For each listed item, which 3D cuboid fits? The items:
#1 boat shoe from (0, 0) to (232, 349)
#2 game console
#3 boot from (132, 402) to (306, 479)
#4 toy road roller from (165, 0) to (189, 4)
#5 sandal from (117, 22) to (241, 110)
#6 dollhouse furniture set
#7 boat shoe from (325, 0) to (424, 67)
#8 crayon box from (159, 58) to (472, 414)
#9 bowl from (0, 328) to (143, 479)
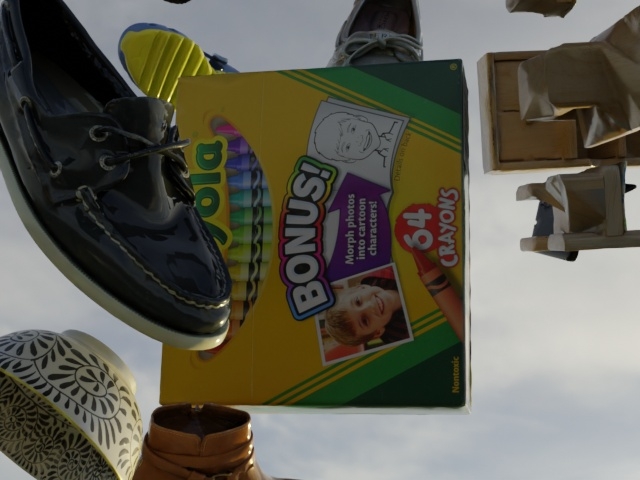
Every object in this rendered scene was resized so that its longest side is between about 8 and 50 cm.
[{"bbox_3d":[-0.156,-0.071,0.781,0.127,0.340,0.113,6,-53,-48],"label":"boat shoe"},{"bbox_3d":[0.324,-0.026,1.324,0.071,0.107,0.122,11,3,-14],"label":"game console"},{"bbox_3d":[-0.073,0.213,0.983,0.197,0.073,0.152,-2,-55,-19],"label":"boot"},{"bbox_3d":[-0.145,-0.454,1.296,0.330,0.202,0.240,-3,-36,43],"label":"toy road roller"},{"bbox_3d":[-0.230,-0.285,1.815,0.138,0.126,0.317,43,11,36],"label":"sandal"},{"bbox_3d":[0.350,-0.172,1.245,0.257,0.362,0.394,-3,-1,-3],"label":"dollhouse furniture set"},{"bbox_3d":[0.075,-0.252,1.343,0.118,0.320,0.103,13,-55,3],"label":"boat shoe"},{"bbox_3d":[0.000,0.000,1.138,0.313,0.362,0.106,-2,-15,11],"label":"crayon box"},{"bbox_3d":[-0.192,0.121,0.809,0.170,0.080,0.170,25,-37,20],"label":"bowl"}]
